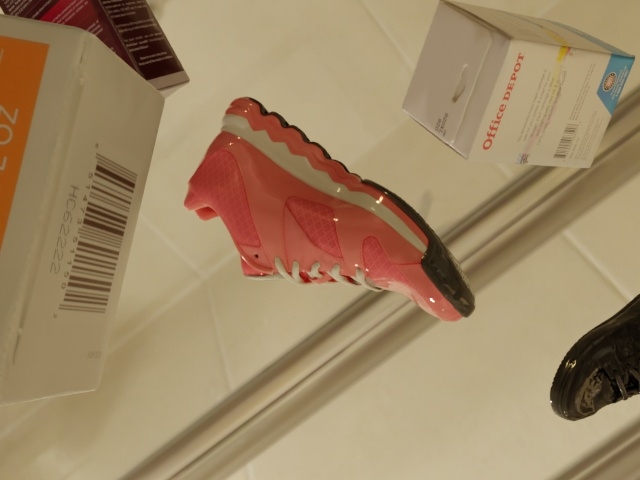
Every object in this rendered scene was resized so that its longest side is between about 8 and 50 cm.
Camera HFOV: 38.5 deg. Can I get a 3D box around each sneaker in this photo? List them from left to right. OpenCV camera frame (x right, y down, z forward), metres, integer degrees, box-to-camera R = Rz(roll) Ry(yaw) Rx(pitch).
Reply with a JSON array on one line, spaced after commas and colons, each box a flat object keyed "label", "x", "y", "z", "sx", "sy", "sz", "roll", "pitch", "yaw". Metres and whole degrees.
[{"label": "sneaker", "x": 0.000, "y": 0.000, "z": 0.829, "sx": 0.314, "sy": 0.136, "sz": 0.116, "roll": 37, "pitch": 179, "yaw": 29}, {"label": "sneaker", "x": 0.244, "y": 0.076, "z": 0.631, "sx": 0.089, "sy": 0.170, "sz": 0.051, "roll": 25, "pitch": 147, "yaw": 53}]

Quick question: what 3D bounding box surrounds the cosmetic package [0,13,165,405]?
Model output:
[{"label": "cosmetic package", "x": -0.362, "y": -0.051, "z": 0.621, "sx": 0.453, "sy": 0.230, "sz": 0.161, "roll": 11, "pitch": 176, "yaw": 9}]

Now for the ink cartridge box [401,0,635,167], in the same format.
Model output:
[{"label": "ink cartridge box", "x": 0.268, "y": -0.213, "z": 1.259, "sx": 0.233, "sy": 0.171, "sz": 0.168, "roll": 1, "pitch": -151, "yaw": -33}]

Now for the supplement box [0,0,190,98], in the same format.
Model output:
[{"label": "supplement box", "x": -0.253, "y": -0.237, "z": 0.959, "sx": 0.073, "sy": 0.130, "sz": 0.239, "roll": -33, "pitch": -84, "yaw": -53}]
